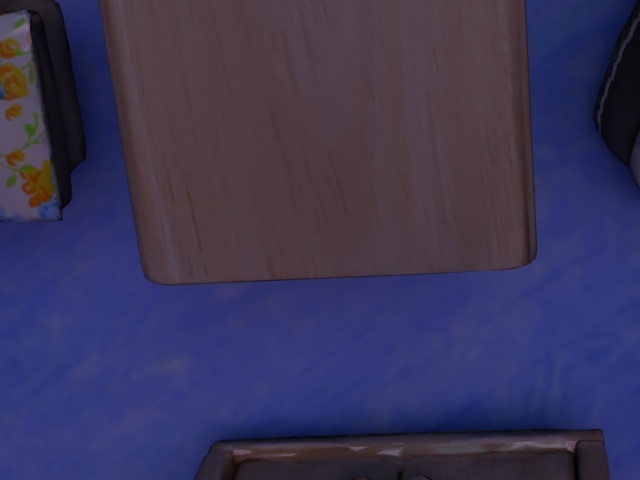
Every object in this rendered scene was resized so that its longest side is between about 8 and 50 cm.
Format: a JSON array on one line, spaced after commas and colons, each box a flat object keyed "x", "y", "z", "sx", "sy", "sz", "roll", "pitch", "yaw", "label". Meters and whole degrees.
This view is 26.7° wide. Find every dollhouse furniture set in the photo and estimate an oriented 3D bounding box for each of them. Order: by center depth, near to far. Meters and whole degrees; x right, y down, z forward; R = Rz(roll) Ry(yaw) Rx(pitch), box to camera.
[{"x": 0.000, "y": 0.000, "z": 0.360, "sx": 0.362, "sy": 0.256, "sz": 0.394, "roll": -3, "pitch": 111, "yaw": 8, "label": "dollhouse furniture set"}]

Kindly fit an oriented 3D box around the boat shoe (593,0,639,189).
[{"x": 0.189, "y": -0.154, "z": 0.492, "sx": 0.091, "sy": 0.109, "sz": 0.305, "roll": 42, "pitch": 108, "yaw": 37, "label": "boat shoe"}]
